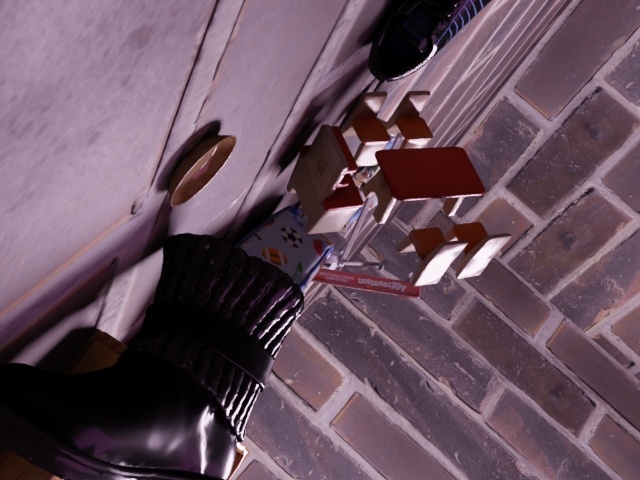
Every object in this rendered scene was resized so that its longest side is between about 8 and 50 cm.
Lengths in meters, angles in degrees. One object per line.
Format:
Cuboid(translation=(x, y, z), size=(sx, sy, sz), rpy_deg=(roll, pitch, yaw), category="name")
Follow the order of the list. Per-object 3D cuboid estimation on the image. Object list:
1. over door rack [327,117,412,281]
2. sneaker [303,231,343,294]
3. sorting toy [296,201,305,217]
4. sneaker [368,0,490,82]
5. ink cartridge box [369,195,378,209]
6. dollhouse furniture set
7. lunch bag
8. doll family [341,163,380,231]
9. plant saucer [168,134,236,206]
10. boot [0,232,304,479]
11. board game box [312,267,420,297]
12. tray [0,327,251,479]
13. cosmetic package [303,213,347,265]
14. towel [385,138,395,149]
Cuboid(translation=(0.097, -0.065, 1.515), size=(0.324, 0.108, 0.239), rpy_deg=(15, 102, -61), category="over door rack")
Cuboid(translation=(-0.024, 0.042, 1.963), size=(0.235, 0.090, 0.095), rpy_deg=(-47, -172, 37), category="sneaker")
Cuboid(translation=(-0.035, -0.047, 1.525), size=(0.062, 0.012, 0.083), rpy_deg=(-50, 173, -33), category="sorting toy")
Cuboid(translation=(0.136, -0.261, 0.995), size=(0.232, 0.081, 0.090), rpy_deg=(-50, -179, 35), category="sneaker")
Cuboid(translation=(0.108, -0.103, 2.230), size=(0.179, 0.045, 0.145), rpy_deg=(-29, -170, 41), category="ink cartridge box")
Cuboid(translation=(0.101, -0.085, 1.198), size=(0.259, 0.262, 0.135), rpy_deg=(-7, 149, -31), category="dollhouse furniture set")
Cuboid(translation=(-0.123, 0.089, 1.283), size=(0.243, 0.115, 0.303), rpy_deg=(-45, 176, 34), category="lunch bag")
Cuboid(translation=(0.089, -0.098, 1.868), size=(0.193, 0.076, 0.111), rpy_deg=(-46, -178, 46), category="doll family")
Cuboid(translation=(-0.108, -0.065, 0.809), size=(0.083, 0.015, 0.083), rpy_deg=(-47, 174, -7), category="plant saucer")
Cuboid(translation=(-0.163, 0.104, 0.870), size=(0.348, 0.131, 0.260), rpy_deg=(39, 68, -55), category="boot")
Cuboid(translation=(0.030, 0.066, 1.592), size=(0.145, 0.281, 0.027), rpy_deg=(52, 47, -84), category="board game box")
Cuboid(translation=(-0.226, 0.274, 1.117), size=(0.203, 0.076, 0.411), rpy_deg=(-55, 154, -15), category="tray")
Cuboid(translation=(0.000, 0.000, 1.688), size=(0.060, 0.099, 0.239), rpy_deg=(-48, 175, -1), category="cosmetic package")
Cuboid(translation=(0.139, -0.197, 1.753), size=(0.067, 0.029, 0.119), rpy_deg=(-43, 173, -36), category="towel")
